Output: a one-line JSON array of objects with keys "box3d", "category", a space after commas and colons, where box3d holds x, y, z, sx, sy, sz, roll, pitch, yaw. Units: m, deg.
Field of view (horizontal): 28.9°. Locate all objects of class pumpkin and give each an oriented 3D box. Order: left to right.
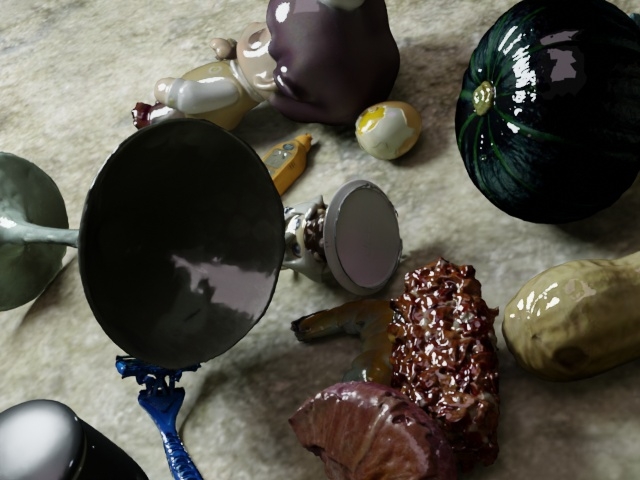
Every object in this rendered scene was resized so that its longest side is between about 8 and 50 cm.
[{"box3d": [0.276, -0.136, 1.319, 0.248, 0.248, 0.248, -15, 43, 15], "category": "pumpkin"}]

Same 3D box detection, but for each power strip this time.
[{"box3d": [-0.068, -0.075, 1.566, 0.049, 0.028, 0.178, 21, 60, 42], "category": "power strip"}]

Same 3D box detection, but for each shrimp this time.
[{"box3d": [0.022, 0.121, 1.309, 0.166, 0.049, 0.161, 5, 48, 33], "category": "shrimp"}]

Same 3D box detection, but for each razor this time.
[{"box3d": [-0.130, 0.241, 1.270, 0.093, 0.056, 0.324, -2, 39, -26], "category": "razor"}]

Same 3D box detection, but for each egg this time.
[{"box3d": [0.086, -0.136, 1.512, 0.083, 0.071, 0.071, -32, 41, -7], "category": "egg"}]

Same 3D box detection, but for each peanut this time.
[{"box3d": [0.287, 0.060, 1.170, 0.236, 0.120, 0.110, -20, 26, 15], "category": "peanut"}]

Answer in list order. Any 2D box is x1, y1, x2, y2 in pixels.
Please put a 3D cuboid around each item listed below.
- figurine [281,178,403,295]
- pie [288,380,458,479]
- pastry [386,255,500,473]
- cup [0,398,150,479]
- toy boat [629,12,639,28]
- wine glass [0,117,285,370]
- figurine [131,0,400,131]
[{"box3d": [0.000, 0.000, 1.404, 0.153, 0.132, 0.132, -3, 46, 42], "category": "figurine"}, {"box3d": [0.028, 0.236, 1.121, 0.204, 0.054, 0.219, 10, 81, 36], "category": "pie"}, {"box3d": [0.122, 0.120, 1.205, 0.115, 0.097, 0.208, -7, 51, 4], "category": "pastry"}, {"box3d": [-0.280, 0.248, 1.247, 0.169, 0.176, 0.223, -42, 44, -11], "category": "cup"}, {"box3d": [0.363, -0.207, 1.440, 0.066, 0.059, 0.140, -12, 43, 43], "category": "toy boat"}, {"box3d": [-0.268, -0.001, 1.413, 0.406, 0.267, 0.267, 1, 48, 47], "category": "wine glass"}, {"box3d": [-0.070, -0.238, 1.602, 0.365, 0.218, 0.206, -6, 90, 26], "category": "figurine"}]
